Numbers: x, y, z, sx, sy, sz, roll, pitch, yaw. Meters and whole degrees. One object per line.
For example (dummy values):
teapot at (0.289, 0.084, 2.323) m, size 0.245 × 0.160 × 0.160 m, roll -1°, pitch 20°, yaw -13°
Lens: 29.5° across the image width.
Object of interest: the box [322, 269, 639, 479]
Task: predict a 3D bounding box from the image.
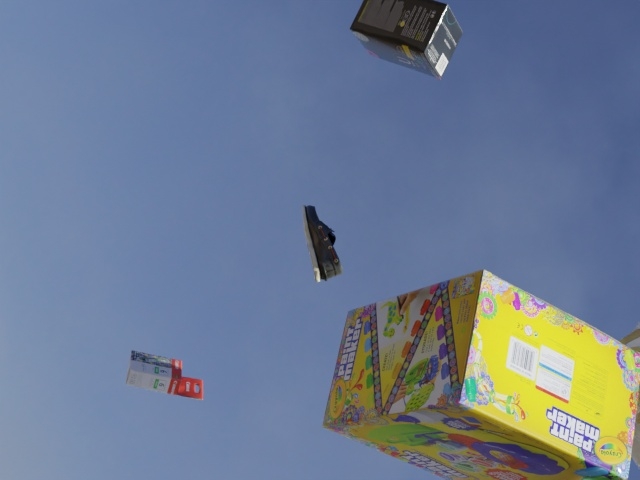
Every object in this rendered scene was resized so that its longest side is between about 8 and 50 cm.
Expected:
box at (0.211, 0.196, 1.587) m, size 0.279 × 0.290 × 0.177 m, roll -22°, pitch -132°, yaw 53°

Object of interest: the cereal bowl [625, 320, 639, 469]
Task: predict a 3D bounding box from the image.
cereal bowl at (0.580, 0.244, 1.915) m, size 0.339 × 0.141 × 0.338 m, roll -22°, pitch -115°, yaw 58°

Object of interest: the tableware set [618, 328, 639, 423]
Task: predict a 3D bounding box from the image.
tableware set at (0.451, 0.232, 1.868) m, size 0.194 × 0.039 × 0.128 m, roll -36°, pitch -112°, yaw 29°

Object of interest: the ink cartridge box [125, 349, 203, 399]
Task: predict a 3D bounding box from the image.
ink cartridge box at (-0.225, 0.197, 1.776) m, size 0.063 × 0.115 × 0.029 m, roll -105°, pitch -151°, yaw -67°

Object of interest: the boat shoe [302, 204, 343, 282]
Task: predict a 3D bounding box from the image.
boat shoe at (0.000, 0.001, 1.631) m, size 0.049 × 0.042 × 0.133 m, roll 81°, pitch -5°, yaw -45°

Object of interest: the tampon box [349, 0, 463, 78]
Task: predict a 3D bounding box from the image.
tampon box at (0.158, -0.384, 2.225) m, size 0.161 × 0.101 × 0.120 m, roll 23°, pitch -7°, yaw 26°
